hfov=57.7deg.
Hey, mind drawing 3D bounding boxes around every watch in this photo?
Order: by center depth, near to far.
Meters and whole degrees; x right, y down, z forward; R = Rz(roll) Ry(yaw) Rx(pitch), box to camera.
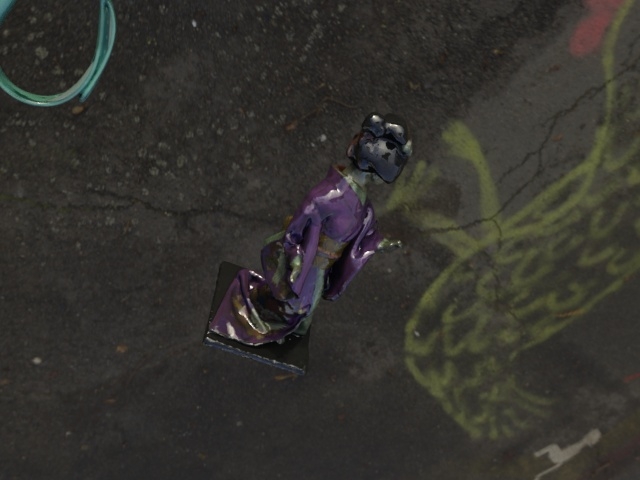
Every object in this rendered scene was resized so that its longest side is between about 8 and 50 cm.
[{"bbox_3d":[-0.425,-0.328,0.913,0.195,0.068,0.237,35,100,-30],"label":"watch"}]

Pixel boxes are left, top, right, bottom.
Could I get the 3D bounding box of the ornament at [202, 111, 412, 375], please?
[{"bbox_3d":[0.006,0.005,0.385,0.081,0.088,0.203,26,129,-21],"label":"ornament"}]
